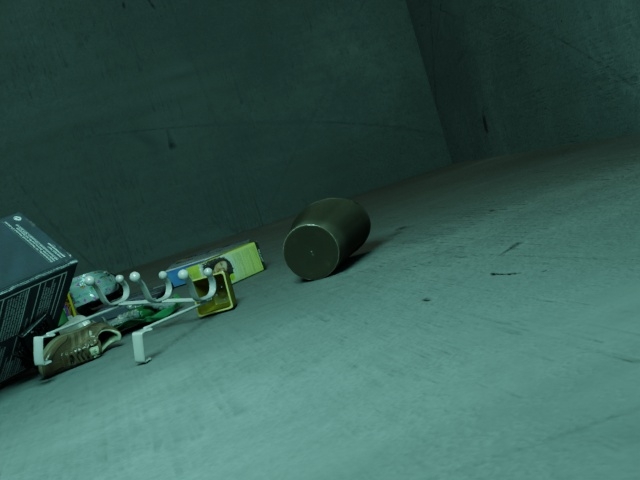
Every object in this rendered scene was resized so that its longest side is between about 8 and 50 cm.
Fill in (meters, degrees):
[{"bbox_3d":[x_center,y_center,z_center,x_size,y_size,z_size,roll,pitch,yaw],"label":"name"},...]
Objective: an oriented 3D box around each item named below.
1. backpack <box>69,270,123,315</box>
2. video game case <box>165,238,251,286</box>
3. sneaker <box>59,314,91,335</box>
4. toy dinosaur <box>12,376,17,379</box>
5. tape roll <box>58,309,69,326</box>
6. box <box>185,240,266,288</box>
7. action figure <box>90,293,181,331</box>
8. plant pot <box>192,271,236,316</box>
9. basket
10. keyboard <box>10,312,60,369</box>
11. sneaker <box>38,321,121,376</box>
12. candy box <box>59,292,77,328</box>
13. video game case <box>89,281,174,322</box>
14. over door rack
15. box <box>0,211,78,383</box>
[{"bbox_3d":[-0.698,0.154,2.394,0.152,0.115,0.182,-31,-1,4],"label":"backpack"},{"bbox_3d":[-0.350,0.070,2.528,0.270,0.061,0.244,-17,7,-2],"label":"video game case"},{"bbox_3d":[-0.569,0.226,1.717,0.212,0.080,0.094,-25,2,44],"label":"sneaker"},{"bbox_3d":[-0.668,0.261,1.694,0.112,0.064,0.211,-19,6,-7],"label":"toy dinosaur"},{"bbox_3d":[-0.758,0.235,1.851,0.321,0.077,0.321,-26,2,1],"label":"tape roll"},{"bbox_3d":[-0.249,0.075,2.110,0.058,0.087,0.232,-15,7,40],"label":"box"},{"bbox_3d":[-0.422,0.172,1.854,0.137,0.063,0.232,-16,2,44],"label":"action figure"},{"bbox_3d":[-0.225,0.117,1.716,0.081,0.081,0.083,-16,-6,10],"label":"plant pot"},{"bbox_3d":[0.000,0.000,1.818,0.204,0.154,0.227,-16,10,16],"label":"basket"},{"bbox_3d":[-0.553,0.220,1.565,0.100,0.038,0.192,-45,-17,-25],"label":"keyboard"},{"bbox_3d":[-0.482,0.215,1.585,0.071,0.066,0.188,6,25,26],"label":"sneaker"},{"bbox_3d":[-0.699,0.167,2.038,0.105,0.205,0.027,-18,37,-17],"label":"candy box"},{"bbox_3d":[-0.538,0.178,2.263,0.196,0.026,0.274,-17,7,0],"label":"video game case"},{"bbox_3d":[-0.377,0.129,1.547,0.240,0.108,0.324,-5,18,20],"label":"over door rack"},{"bbox_3d":[-0.658,0.139,1.485,0.294,0.183,0.296,-32,-26,-55],"label":"box"}]
